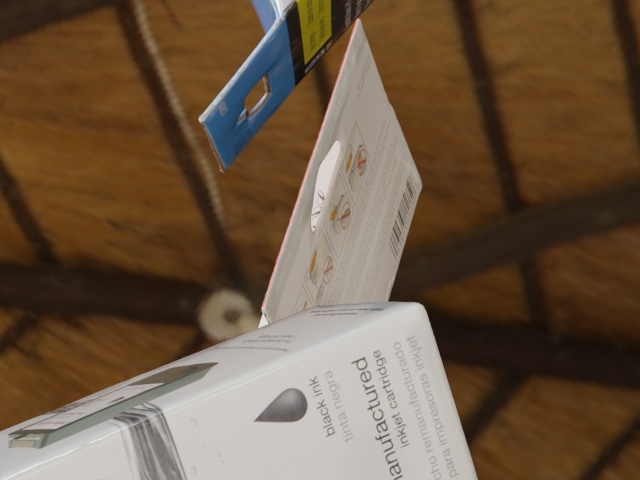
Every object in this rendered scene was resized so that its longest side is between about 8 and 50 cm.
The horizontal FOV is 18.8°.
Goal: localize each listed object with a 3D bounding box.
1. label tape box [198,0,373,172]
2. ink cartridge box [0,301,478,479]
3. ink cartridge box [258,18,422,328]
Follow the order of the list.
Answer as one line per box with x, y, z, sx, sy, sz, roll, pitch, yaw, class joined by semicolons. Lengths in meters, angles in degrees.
0.013;-0.208;1.116;0.333;0.106;0.240;-47;-3;-4;label tape box
-0.062;0.176;0.966;0.289;0.121;0.211;-22;-82;-29;ink cartridge box
0.000;0.000;1.540;0.239;0.060;0.275;64;-142;-53;ink cartridge box
